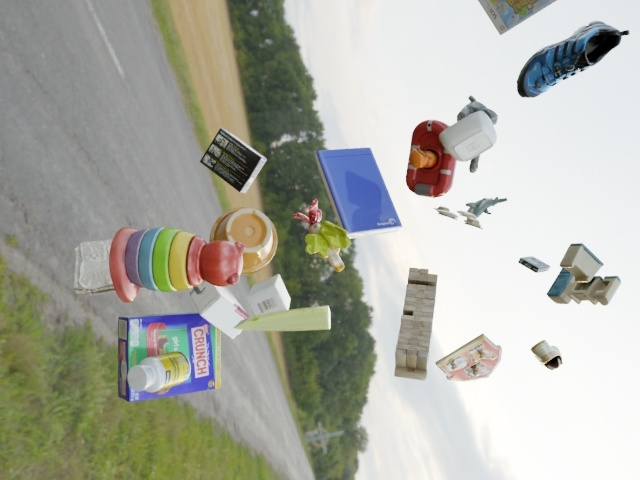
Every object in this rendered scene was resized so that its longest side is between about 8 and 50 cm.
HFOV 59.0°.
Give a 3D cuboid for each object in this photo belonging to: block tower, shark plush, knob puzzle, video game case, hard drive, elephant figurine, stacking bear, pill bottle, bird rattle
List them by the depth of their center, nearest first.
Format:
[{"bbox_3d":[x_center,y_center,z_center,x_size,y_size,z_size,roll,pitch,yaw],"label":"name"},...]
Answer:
[{"bbox_3d":[-0.324,0.050,1.328,0.164,0.289,0.175,83,11,-57],"label":"stacking bear"},{"bbox_3d":[0.277,0.228,1.616,0.097,0.091,0.335,82,18,-45],"label":"block tower"},{"bbox_3d":[0.568,-0.738,1.657,0.193,0.212,0.023,50,48,-15],"label":"video game case"},{"bbox_3d":[-0.482,0.394,1.691,0.184,0.103,0.103,2,75,-65],"label":"pill bottle"},{"bbox_3d":[0.465,0.376,1.703,0.030,0.213,0.213,-106,-173,-50],"label":"knob puzzle"},{"bbox_3d":[0.000,0.000,1.847,0.206,0.143,0.253,61,-9,-30],"label":"bird rattle"},{"bbox_3d":[0.125,-0.164,1.881,0.040,0.210,0.318,-55,-131,56],"label":"hard drive"},{"bbox_3d":[0.621,-0.122,2.124,0.073,0.161,0.067,34,39,-70],"label":"shark plush"},{"bbox_3d":[0.628,-0.437,2.344,0.169,0.186,0.239,32,-34,32],"label":"elephant figurine"}]

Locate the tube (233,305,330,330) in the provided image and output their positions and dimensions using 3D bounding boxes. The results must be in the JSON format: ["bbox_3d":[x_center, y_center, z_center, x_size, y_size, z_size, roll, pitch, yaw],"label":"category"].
[{"bbox_3d":[-0.096,0.204,1.440,0.070,0.241,0.062,77,9,-52],"label":"tube"}]

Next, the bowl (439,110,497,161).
[{"bbox_3d":[0.410,-0.275,1.549,0.142,0.142,0.053,34,33,-49],"label":"bowl"}]

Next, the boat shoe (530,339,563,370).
[{"bbox_3d":[0.590,0.305,1.455,0.170,0.063,0.059,28,27,-48],"label":"boat shoe"}]

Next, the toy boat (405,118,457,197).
[{"bbox_3d":[0.315,-0.243,1.678,0.151,0.151,0.230,-3,103,-53],"label":"toy boat"}]

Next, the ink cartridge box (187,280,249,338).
[{"bbox_3d":[-0.329,0.189,1.792,0.158,0.092,0.218,48,-1,-37],"label":"ink cartridge box"}]

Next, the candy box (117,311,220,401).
[{"bbox_3d":[-0.495,0.374,1.877,0.122,0.317,0.267,-4,-93,53],"label":"candy box"}]

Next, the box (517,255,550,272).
[{"bbox_3d":[0.654,0.073,1.732,0.067,0.083,0.018,37,-62,40],"label":"box"}]

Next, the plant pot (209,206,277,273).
[{"bbox_3d":[-0.221,-0.010,1.663,0.188,0.205,0.205,140,-60,-74],"label":"plant pot"}]

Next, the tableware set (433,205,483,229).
[{"bbox_3d":[0.415,-0.075,1.716,0.168,0.141,0.020,-76,-179,-75],"label":"tableware set"}]

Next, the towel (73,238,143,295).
[{"bbox_3d":[-0.554,0.063,1.618,0.049,0.283,0.187,97,-21,-45],"label":"towel"}]

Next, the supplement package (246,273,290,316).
[{"bbox_3d":[-0.170,0.194,1.897,0.179,0.105,0.105,-87,152,-81],"label":"supplement package"}]

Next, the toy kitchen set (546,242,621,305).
[{"bbox_3d":[0.642,0.067,1.435,0.166,0.122,0.207,41,-15,-11],"label":"toy kitchen set"}]

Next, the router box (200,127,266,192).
[{"bbox_3d":[-0.279,-0.255,1.805,0.179,0.133,0.046,37,12,14],"label":"router box"}]

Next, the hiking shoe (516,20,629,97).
[{"bbox_3d":[0.697,-0.513,1.602,0.113,0.304,0.132,48,12,-19],"label":"hiking shoe"}]
